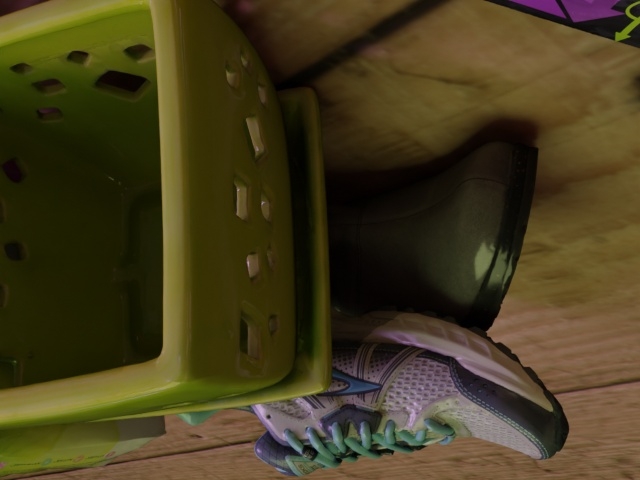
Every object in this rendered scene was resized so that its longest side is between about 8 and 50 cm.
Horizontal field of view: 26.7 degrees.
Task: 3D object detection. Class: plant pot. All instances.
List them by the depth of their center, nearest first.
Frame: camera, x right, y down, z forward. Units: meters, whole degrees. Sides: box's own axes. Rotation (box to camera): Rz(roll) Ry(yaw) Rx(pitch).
[{"bbox_3d":[-0.116,0.000,0.802,0.228,0.227,0.207,-10,165,27],"label":"plant pot"}]

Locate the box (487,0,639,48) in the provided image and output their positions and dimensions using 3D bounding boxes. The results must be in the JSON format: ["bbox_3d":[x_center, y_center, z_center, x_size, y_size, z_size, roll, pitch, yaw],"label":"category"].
[{"bbox_3d":[0.137,-0.143,0.599,0.116,0.029,0.162,15,158,-9],"label":"box"}]

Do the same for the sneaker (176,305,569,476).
[{"bbox_3d":[0.022,0.110,0.891,0.283,0.122,0.110,14,155,26],"label":"sneaker"}]

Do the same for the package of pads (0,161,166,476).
[{"bbox_3d":[-0.238,0.048,0.895,0.101,0.229,0.296,-16,169,35],"label":"package of pads"}]

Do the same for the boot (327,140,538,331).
[{"bbox_3d":[0.000,0.000,0.944,0.222,0.118,0.338,20,154,-8],"label":"boot"}]
